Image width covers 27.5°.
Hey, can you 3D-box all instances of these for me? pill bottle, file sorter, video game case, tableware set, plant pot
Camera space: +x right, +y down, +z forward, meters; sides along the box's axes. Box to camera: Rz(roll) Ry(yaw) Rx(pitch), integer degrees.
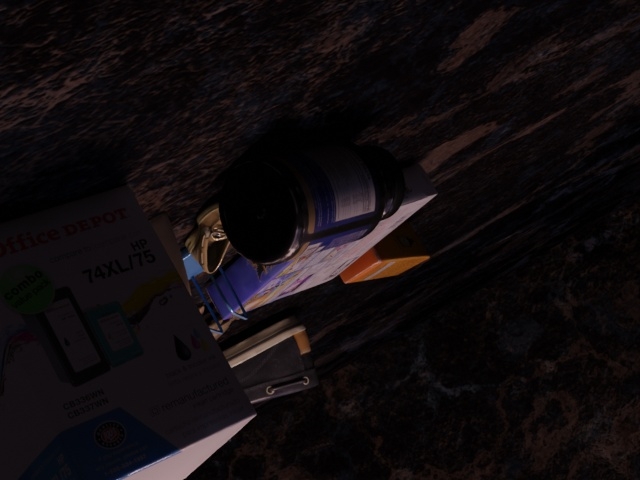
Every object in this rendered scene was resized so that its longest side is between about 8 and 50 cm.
[{"bbox_3d":[-0.002,-0.049,1.501,0.219,0.123,0.123,-16,162,-50],"label":"pill bottle"},{"bbox_3d":[-0.194,0.094,1.694,0.170,0.104,0.118,-31,169,3],"label":"file sorter"},{"bbox_3d":[0.000,0.000,1.874,0.244,0.061,0.269,-20,165,-46],"label":"video game case"},{"bbox_3d":[-0.192,0.145,2.090,0.128,0.039,0.194,-42,174,-1],"label":"tableware set"},{"bbox_3d":[-0.201,0.047,1.489,0.109,0.096,0.109,-27,169,-13],"label":"plant pot"}]

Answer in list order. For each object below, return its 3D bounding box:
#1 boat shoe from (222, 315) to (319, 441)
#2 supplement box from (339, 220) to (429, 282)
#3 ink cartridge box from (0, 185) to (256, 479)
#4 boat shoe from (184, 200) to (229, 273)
[{"bbox_3d":[-0.227,0.317,2.415,0.500,0.156,0.187,-28,178,-7],"label":"boat shoe"},{"bbox_3d":[0.096,0.017,2.149,0.080,0.078,0.233,-35,167,23],"label":"supplement box"},{"bbox_3d":[-0.239,0.124,1.287,0.198,0.270,0.197,-21,164,-38],"label":"ink cartridge box"},{"bbox_3d":[-0.122,-0.008,1.567,0.056,0.048,0.153,-23,167,-31],"label":"boat shoe"}]
